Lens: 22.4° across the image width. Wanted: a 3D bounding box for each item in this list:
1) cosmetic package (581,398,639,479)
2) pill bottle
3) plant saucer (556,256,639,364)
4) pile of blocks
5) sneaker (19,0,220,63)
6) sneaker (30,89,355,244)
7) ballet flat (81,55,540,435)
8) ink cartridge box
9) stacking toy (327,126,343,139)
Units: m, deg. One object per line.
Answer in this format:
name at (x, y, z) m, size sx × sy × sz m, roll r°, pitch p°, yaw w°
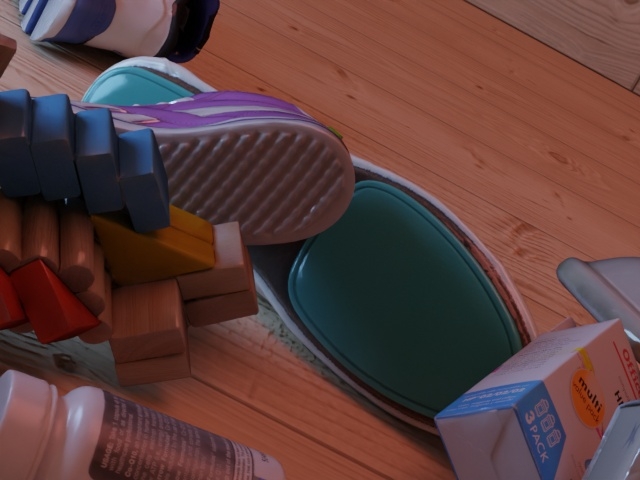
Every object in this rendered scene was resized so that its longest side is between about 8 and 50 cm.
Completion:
cosmetic package at (0.262, 0.215, 0.831) m, size 0.296 × 0.153 × 0.129 m, roll 30°, pitch -6°, yaw 3°
pill bottle at (-0.092, 0.114, 0.743) m, size 0.137 × 0.078 × 0.078 m, roll 24°, pitch 18°, yaw -17°
plant saucer at (0.341, 0.129, 1.141) m, size 0.400 × 0.100 × 0.400 m, roll 44°, pitch 7°, yaw -6°
pile of blocks at (-0.180, -0.017, 0.854) m, size 0.362 × 0.149 × 0.113 m, roll 19°, pitch 36°, yaw -24°
sneaker at (-0.195, -0.248, 1.535) m, size 0.182 × 0.127 × 0.315 m, roll 23°, pitch 25°, yaw -30°
sneaker at (-0.124, -0.049, 1.031) m, size 0.282 × 0.102 × 0.161 m, roll 4°, pitch 15°, yaw -6°
ballet flat at (0.000, 0.000, 1.148) m, size 0.400 × 0.139 × 0.139 m, roll 35°, pitch 18°, yaw 19°
ink cartridge box at (0.154, 0.116, 0.989) m, size 0.181 × 0.061 × 0.104 m, roll -29°, pitch 100°, yaw -51°
stacking toy at (0.006, -0.041, 1.374) m, size 0.167 × 0.052 × 0.221 m, roll 41°, pitch 19°, yaw 27°
